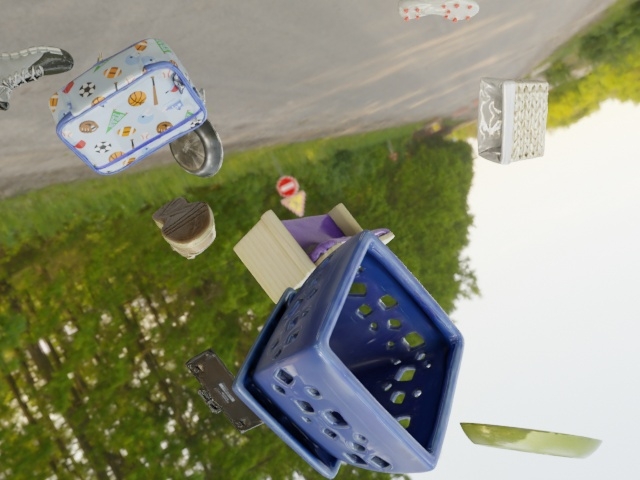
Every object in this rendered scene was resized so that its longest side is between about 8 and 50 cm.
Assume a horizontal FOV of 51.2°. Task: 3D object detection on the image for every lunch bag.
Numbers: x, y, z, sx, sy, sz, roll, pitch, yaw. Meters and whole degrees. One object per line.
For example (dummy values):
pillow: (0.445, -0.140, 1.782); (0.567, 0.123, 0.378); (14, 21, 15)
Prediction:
lunch bag: (-0.396, -0.276, 1.426); (0.304, 0.114, 0.243); (-28, 151, 0)

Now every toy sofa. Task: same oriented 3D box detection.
toy sofa: (0.000, 0.000, 1.408); (0.177, 0.150, 0.363); (-43, 167, 22)

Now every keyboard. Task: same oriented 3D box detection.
keyboard: (-0.188, 0.294, 1.291); (0.108, 0.180, 0.023); (-33, -173, 31)

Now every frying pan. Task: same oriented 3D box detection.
frying pan: (-0.379, -0.322, 1.845); (0.197, 0.326, 0.053); (-13, -164, 41)

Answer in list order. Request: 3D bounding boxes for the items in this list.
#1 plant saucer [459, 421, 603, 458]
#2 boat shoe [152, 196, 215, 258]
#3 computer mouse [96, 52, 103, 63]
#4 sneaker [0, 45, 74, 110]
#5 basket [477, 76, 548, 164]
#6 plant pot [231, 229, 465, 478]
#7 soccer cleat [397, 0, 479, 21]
plant saucer: (0.364, 0.352, 1.169); (0.241, 0.037, 0.241); (7, 165, 2)
boat shoe: (-0.300, -0.020, 1.561); (0.122, 0.110, 0.341); (-35, -157, -11)
computer mouse: (-0.464, -0.402, 1.611); (0.060, 0.184, 0.262); (-39, 174, -31)
sneaker: (-0.637, -0.332, 1.408); (0.229, 0.132, 0.086); (-7, 158, -11)
basket: (0.389, -0.247, 1.351); (0.103, 0.167, 0.113); (-7, -161, -11)
plant pot: (0.032, 0.167, 0.908); (0.212, 0.236, 0.236); (-30, -159, 38)
soccer cleat: (0.288, -0.581, 1.633); (0.197, 0.076, 0.068); (1, 153, 4)
